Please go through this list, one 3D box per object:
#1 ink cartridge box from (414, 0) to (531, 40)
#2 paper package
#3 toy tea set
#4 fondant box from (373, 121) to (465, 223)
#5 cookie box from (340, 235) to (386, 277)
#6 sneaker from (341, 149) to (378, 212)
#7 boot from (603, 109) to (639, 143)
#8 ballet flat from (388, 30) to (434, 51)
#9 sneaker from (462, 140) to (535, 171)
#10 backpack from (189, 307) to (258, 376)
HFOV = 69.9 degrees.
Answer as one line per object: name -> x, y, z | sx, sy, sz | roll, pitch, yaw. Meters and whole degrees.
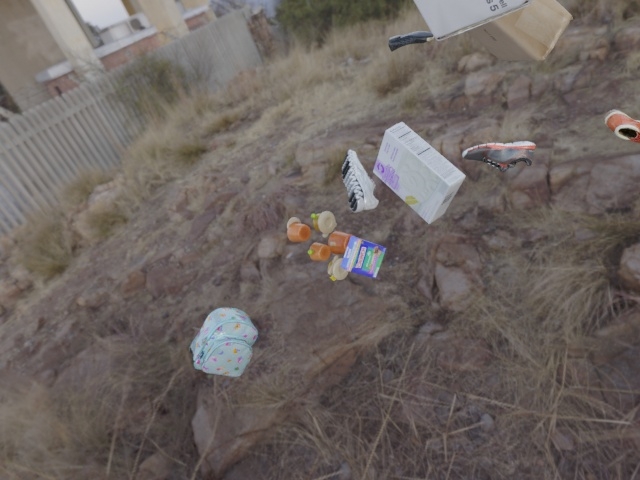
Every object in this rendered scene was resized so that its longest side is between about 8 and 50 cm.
ink cartridge box -> 0.165, -0.383, 0.471 | 0.115, 0.198, 0.273 | -2, 51, 49
paper package -> 0.608, -0.764, 1.541 | 0.168, 0.325, 0.309 | -55, 16, 15
toy tea set -> 0.000, 0.000, 1.756 | 0.124, 0.336, 0.200 | 5, 59, 50
fondant box -> 0.365, -0.256, 1.756 | 0.096, 0.238, 0.330 | -31, 66, -25
cookie box -> 0.116, 0.046, 1.238 | 0.040, 0.107, 0.092 | 23, 95, 52
sneaker -> 0.166, -0.253, 1.947 | 0.118, 0.110, 0.292 | -4, 68, -17
boot -> 0.818, -0.278, 1.190 | 0.158, 0.059, 0.084 | 18, 41, -8
ballet flat -> 0.333, -0.730, 1.678 | 0.173, 0.049, 0.057 | 5, 47, 31
sneaker -> 0.406, -0.188, 1.048 | 0.158, 0.065, 0.061 | 0, 3, 23
backpack -> -0.277, 0.300, 1.354 | 0.144, 0.166, 0.188 | 37, 103, 56
